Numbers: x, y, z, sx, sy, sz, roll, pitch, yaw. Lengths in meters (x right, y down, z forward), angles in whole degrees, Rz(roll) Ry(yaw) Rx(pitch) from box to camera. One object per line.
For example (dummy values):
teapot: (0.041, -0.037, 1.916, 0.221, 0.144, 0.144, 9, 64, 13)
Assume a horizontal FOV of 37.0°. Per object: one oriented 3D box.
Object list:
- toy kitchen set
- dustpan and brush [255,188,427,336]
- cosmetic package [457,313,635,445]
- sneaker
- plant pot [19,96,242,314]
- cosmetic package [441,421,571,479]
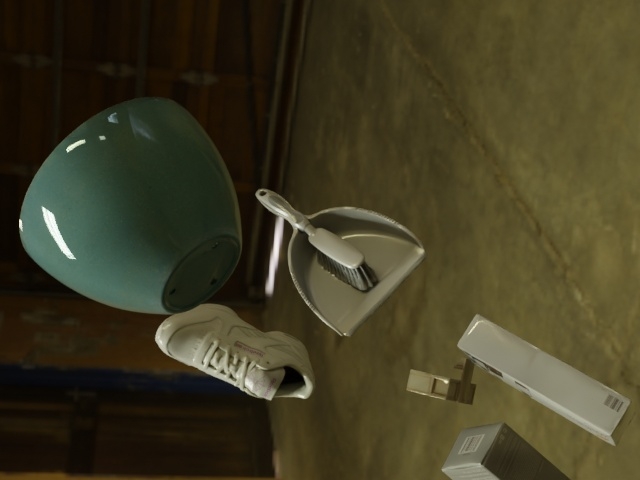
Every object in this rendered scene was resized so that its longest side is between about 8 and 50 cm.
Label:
toy kitchen set: (0.192, 0.210, 1.479, 0.075, 0.083, 0.068, 7, 81, 40)
dustpan and brush: (0.000, 0.000, 1.123, 0.211, 0.147, 0.060, 33, 161, 38)
cosmetic package: (0.312, 0.193, 1.326, 0.060, 0.239, 0.099, -58, -29, -4)
sneaker: (-0.139, 0.202, 1.688, 0.114, 0.305, 0.152, -65, 25, 16)
plant pot: (-0.218, -0.016, 1.266, 0.195, 0.290, 0.290, 42, 142, 24)
cosmetic package: (0.348, 0.431, 1.683, 0.107, 0.238, 0.127, -53, 11, -32)
